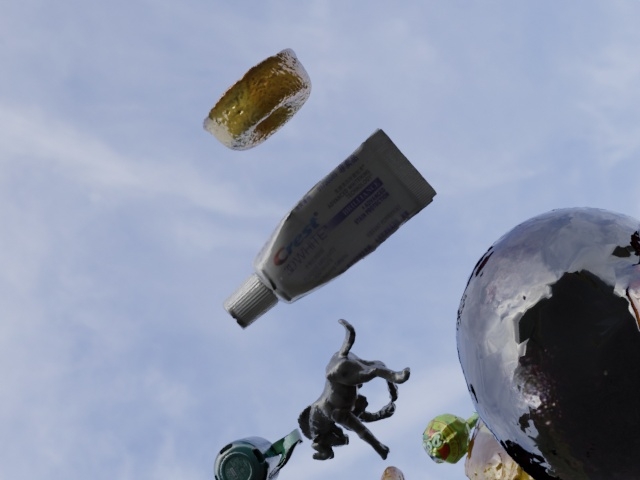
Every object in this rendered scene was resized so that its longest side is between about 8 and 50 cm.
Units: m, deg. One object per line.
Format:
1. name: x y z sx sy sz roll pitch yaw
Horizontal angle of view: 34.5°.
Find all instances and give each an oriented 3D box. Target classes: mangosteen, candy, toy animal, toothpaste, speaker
1. mangosteen: 0.216 0.062 0.703 0.250 0.211 0.211 -35 -44 27
2. candy: 0.202 0.219 1.275 0.193 0.058 0.062 -20 -31 -37
3. toy animal: 0.047 0.239 1.558 0.148 0.084 0.233 11 -68 -1
4. toothpaste: 0.001 0.001 1.218 0.282 0.068 0.099 -41 -45 4
5. speaker: -0.060 0.235 1.085 0.094 0.075 0.060 -13 -98 12

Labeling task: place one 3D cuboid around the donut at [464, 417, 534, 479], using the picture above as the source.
1. donut: 0.292 0.177 1.081 0.330 0.330 0.160 -32 -85 -18

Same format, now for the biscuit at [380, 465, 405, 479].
1. biscuit: 0.054 0.422 1.391 0.047 0.164 0.208 28 -68 0

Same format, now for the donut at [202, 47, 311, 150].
1. donut: -0.069 -0.160 1.204 0.152 0.152 0.058 -40 -94 -12
